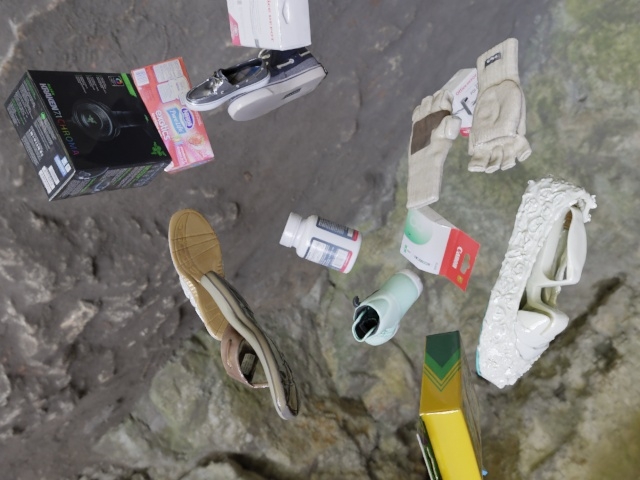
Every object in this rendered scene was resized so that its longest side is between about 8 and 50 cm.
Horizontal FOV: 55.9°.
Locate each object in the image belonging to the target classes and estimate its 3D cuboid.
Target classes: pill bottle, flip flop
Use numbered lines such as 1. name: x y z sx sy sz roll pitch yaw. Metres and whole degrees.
1. pill bottle: 0.000 0.000 1.443 0.108 0.180 0.108 -159 -90 -85
2. flip flop: -0.117 0.159 0.909 0.080 0.277 0.112 -37 151 -5

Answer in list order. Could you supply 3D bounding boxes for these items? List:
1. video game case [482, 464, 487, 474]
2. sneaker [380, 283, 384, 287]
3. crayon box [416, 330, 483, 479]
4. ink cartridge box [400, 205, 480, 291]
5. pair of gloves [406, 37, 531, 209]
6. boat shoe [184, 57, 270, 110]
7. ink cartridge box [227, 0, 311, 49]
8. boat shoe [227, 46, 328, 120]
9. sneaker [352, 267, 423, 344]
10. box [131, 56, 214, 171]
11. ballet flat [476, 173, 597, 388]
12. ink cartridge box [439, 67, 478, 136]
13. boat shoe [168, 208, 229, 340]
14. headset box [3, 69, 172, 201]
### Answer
1. video game case: 0.412 0.603 1.772 0.119 0.166 0.015 33 105 -34
2. sneaker: 0.178 0.129 1.528 0.134 0.050 0.070 -59 159 -54
3. crayon box: 0.269 0.358 1.229 0.083 0.203 0.323 -12 -159 18
4. ink cartridge box: 0.323 0.023 1.674 0.056 0.225 0.181 -22 138 -28
5. pair of gloves: 0.217 -0.166 0.921 0.042 0.204 0.240 20 151 -28
6. boat shoe: -0.235 -0.397 1.507 0.228 0.080 0.076 -19 154 -6
7. ink cartridge box: -0.123 -0.534 1.403 0.092 0.217 0.159 -21 120 -31
8. boat shoe: -0.148 -0.457 1.679 0.340 0.158 0.127 -32 176 -36
9. sneaker: 0.101 0.165 1.242 0.151 0.094 0.256 -32 159 -33
10. box: -0.425 -0.361 1.773 0.154 0.300 0.142 -19 -175 -7
11. ballet flat: 0.387 0.082 1.077 0.147 0.146 0.409 4 100 -67
12. ink cartridge box: 0.363 -0.337 1.476 0.099 0.135 0.056 -47 -153 -13
13. boat shoe: -0.240 0.074 1.215 0.098 0.277 0.096 -16 170 -22
14. headset box: -0.506 -0.241 1.360 0.131 0.246 0.283 -32 172 35
